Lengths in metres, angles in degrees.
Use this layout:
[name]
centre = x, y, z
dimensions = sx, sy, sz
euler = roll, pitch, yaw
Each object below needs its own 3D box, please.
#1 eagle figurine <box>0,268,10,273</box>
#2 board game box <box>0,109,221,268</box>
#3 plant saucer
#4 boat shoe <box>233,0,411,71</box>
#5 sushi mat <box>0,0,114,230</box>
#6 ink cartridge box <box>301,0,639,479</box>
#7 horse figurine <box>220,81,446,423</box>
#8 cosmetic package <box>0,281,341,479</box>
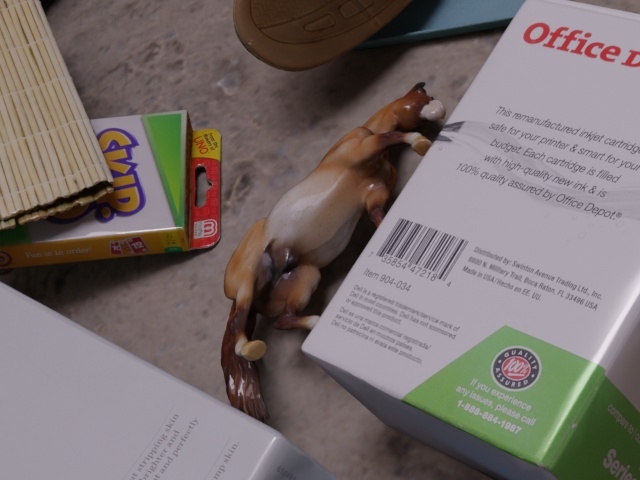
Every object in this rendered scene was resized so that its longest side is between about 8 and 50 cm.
[eagle figurine]
centre = -0.395, -0.079, 1.357
dimensions = 0.226, 0.225, 0.298
euler = -44, 32, -13
[board game box]
centre = -0.208, -0.038, 1.216
dimensions = 0.259, 0.039, 0.124
euler = -4, 53, 2
[plant saucer]
centre = 0.103, -0.181, 1.169
dimensions = 0.192, 0.018, 0.067
euler = -4, 56, 34
[boat shoe]
centre = 0.041, -0.261, 1.213
dimensions = 0.342, 0.123, 0.123
euler = -58, 10, -17
[sushi mat]
centre = -0.273, -0.110, 1.254
dimensions = 0.151, 0.019, 0.316
euler = -17, 41, -11
[ink cartridge box]
centre = 0.149, 0.006, 0.923
dimensions = 0.198, 0.115, 0.273
euler = 22, 74, 44
[horse figurine]
centre = 0.000, 0.000, 1.059
dimensions = 0.263, 0.066, 0.174
euler = -53, 19, 5
[cosmetic package]
centre = -0.164, 0.177, 1.010
dimensions = 0.385, 0.156, 0.217
euler = 23, 75, 46
